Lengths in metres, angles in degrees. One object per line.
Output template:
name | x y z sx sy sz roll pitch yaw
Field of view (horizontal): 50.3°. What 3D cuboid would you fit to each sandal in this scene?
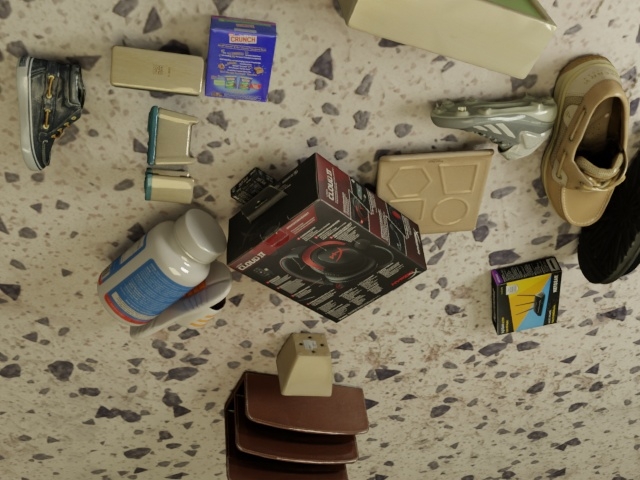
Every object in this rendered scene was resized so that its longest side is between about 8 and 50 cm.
sandal | -0.248 0.123 1.277 0.265 0.102 0.076 -27 135 29

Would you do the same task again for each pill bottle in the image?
pill bottle | -0.268 0.044 1.167 0.221 0.124 0.124 -35 130 25

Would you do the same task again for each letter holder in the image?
letter holder | -0.052 0.446 1.548 0.302 0.214 0.152 13 132 -21

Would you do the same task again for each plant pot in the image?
plant pot | -0.027 0.256 1.445 0.109 0.109 0.096 5 122 -15

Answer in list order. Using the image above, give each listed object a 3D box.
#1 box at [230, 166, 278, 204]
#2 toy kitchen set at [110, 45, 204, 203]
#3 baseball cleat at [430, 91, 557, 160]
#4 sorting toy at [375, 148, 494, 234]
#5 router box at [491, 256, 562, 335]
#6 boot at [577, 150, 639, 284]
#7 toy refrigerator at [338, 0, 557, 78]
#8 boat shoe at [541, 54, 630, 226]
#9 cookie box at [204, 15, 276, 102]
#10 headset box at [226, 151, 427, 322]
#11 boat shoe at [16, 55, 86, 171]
box | -0.099 -0.079 1.147 0.083 0.018 0.067 30 123 -34
toy kitchen set | -0.247 -0.166 1.005 0.122 0.166 0.207 4 97 -15
baseball cleat | 0.273 -0.172 1.071 0.206 0.072 0.109 -5 123 -5
sorting toy | 0.189 -0.083 1.186 0.193 0.038 0.208 -4 140 -5
router box | 0.427 0.119 1.420 0.133 0.046 0.179 -13 136 4
boot | 0.660 -0.040 1.238 0.260 0.131 0.348 7 133 -17
toy refrigerator | 0.167 -0.310 0.900 0.270 0.102 0.094 10 132 -19
boat shoe | 0.439 -0.131 1.122 0.122 0.110 0.341 -16 135 6
cookie box | -0.112 -0.252 0.952 0.092 0.040 0.107 3 135 -13
headset box | 0.000 0.000 1.143 0.293 0.110 0.218 31 129 -34
boat shoe | -0.380 -0.171 0.970 0.083 0.065 0.183 4 133 -12
